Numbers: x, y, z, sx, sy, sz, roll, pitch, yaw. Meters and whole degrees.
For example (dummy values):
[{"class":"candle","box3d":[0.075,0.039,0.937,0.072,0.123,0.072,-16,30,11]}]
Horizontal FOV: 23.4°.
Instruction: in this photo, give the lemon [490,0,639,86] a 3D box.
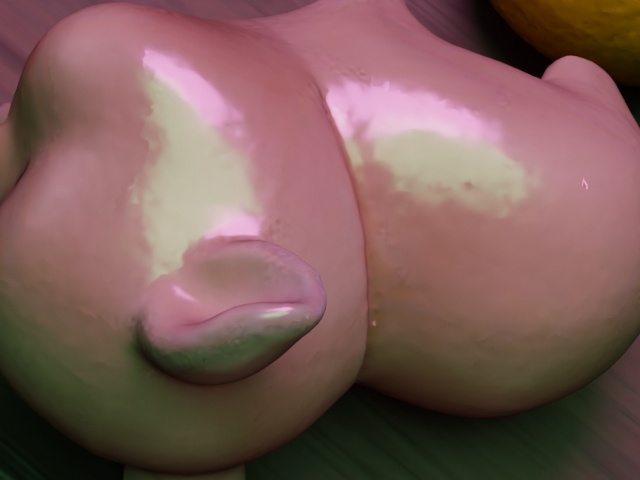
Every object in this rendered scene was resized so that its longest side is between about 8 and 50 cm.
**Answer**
[{"class":"lemon","box3d":[0.174,-0.169,0.824,0.203,0.178,0.178,37,65,-7]}]

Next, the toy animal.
[{"class":"toy animal","box3d":[0.000,0.000,0.712,0.326,0.237,0.269,17,54,-5]}]
